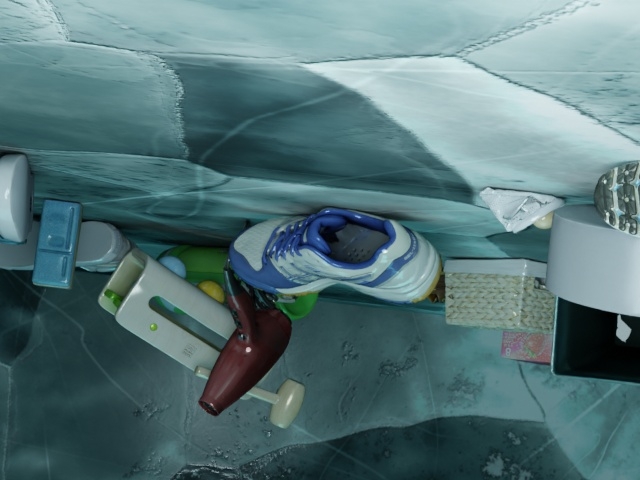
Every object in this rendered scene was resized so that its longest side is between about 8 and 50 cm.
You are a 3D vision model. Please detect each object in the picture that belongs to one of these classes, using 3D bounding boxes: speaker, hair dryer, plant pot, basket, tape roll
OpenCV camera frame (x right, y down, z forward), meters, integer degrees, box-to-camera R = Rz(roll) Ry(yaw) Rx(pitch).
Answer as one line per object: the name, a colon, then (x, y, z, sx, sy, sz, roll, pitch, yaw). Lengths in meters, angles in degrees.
speaker: (-0.149, 0.071, 2.181, 0.296, 0.131, 0.131, 2, 172, 38)
hair dryer: (-0.116, 0.115, 1.868, 0.080, 0.294, 0.223, 19, -174, 34)
plant pot: (0.413, 0.097, 1.673, 0.165, 0.166, 0.234, 4, 179, 24)
basket: (0.278, 0.085, 1.937, 0.113, 0.103, 0.167, 10, 172, -40)
tape roll: (0.314, 0.017, 1.147, 0.219, 0.072, 0.219, 4, -172, -1)

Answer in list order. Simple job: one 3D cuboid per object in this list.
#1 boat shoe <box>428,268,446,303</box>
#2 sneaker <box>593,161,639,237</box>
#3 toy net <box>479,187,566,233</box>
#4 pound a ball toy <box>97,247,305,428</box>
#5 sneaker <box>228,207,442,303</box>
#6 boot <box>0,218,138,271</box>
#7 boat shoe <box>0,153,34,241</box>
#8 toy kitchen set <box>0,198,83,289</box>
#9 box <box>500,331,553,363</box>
boat shoe: (0.198, 0.077, 2.163, 0.177, 0.060, 0.064, 9, 173, -25)
sneaker: (0.305, -0.027, 1.045, 0.162, 0.064, 0.073, 5, 177, 17)
toy net: (0.262, -0.013, 1.299, 0.232, 0.045, 0.122, 11, 173, -35)
pound a ball toy: (-0.168, 0.144, 2.007, 0.319, 0.136, 0.208, 35, 176, -25)
sneaker: (0.000, 0.000, 1.569, 0.296, 0.112, 0.131, 1, 155, 31)
boot: (-0.427, 0.017, 2.087, 0.258, 0.095, 0.123, 4, 167, 15)
boat shoe: (-0.372, -0.051, 1.445, 0.088, 0.096, 0.267, 3, -177, -10)
toy kitchen set: (-0.441, -0.009, 1.736, 0.207, 0.122, 0.166, 7, 174, -3)
box: (0.462, 0.141, 2.083, 0.299, 0.142, 0.154, 1, 171, 40)
